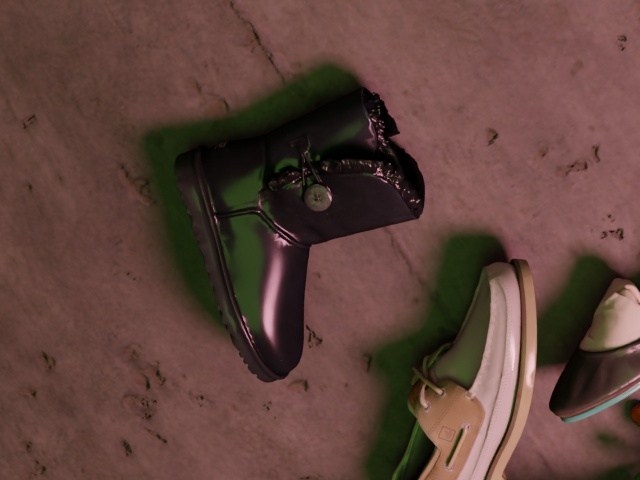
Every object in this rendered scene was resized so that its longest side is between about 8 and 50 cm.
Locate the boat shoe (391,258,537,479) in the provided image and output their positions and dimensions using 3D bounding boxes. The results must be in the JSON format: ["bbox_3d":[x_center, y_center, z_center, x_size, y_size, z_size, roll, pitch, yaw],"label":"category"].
[{"bbox_3d":[0.135,0.156,1.224,0.103,0.113,0.302,6,114,-3],"label":"boat shoe"}]

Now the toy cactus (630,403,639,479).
[{"bbox_3d":[0.381,0.233,1.253,0.180,0.112,0.219,0,111,-14],"label":"toy cactus"}]

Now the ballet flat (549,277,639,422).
[{"bbox_3d":[0.322,0.065,1.186,0.280,0.095,0.096,-28,98,5],"label":"ballet flat"}]

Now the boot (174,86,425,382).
[{"bbox_3d":[0.000,0.000,1.182,0.207,0.094,0.246,-15,104,16],"label":"boot"}]
